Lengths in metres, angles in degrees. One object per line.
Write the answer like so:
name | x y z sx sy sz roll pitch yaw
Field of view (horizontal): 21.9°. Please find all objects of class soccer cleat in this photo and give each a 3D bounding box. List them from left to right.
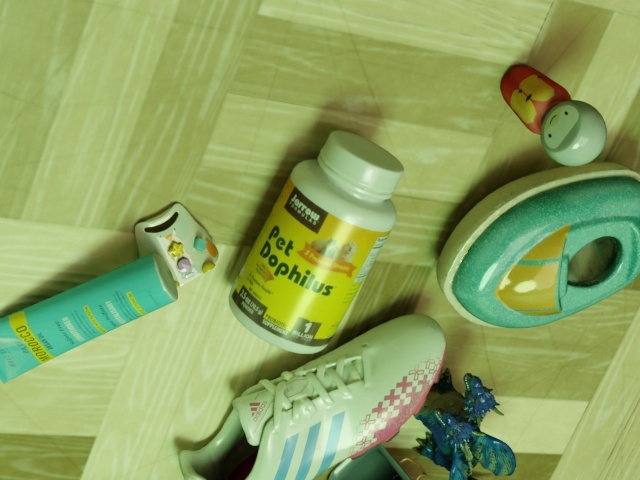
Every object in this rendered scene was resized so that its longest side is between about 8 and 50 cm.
soccer cleat | -0.009 0.185 1.805 0.331 0.116 0.143 -41 132 2

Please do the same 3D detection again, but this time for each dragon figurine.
dragon figurine | 0.171 0.248 1.934 0.085 0.144 0.289 -28 131 -10

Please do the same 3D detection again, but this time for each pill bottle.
pill bottle | 0.000 0.000 1.679 0.117 0.117 0.215 14 113 -36

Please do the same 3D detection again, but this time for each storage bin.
storage bin | 0.092 0.306 1.946 0.098 0.135 0.091 -46 143 6

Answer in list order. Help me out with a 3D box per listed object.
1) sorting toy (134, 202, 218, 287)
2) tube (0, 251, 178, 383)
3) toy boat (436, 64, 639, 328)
sorting toy | -0.149 0.005 1.655 0.083 0.045 0.075 -29 112 -10
tube | -0.243 0.075 1.628 0.207 0.052 0.080 -24 125 9
toy boat | 0.251 -0.031 1.783 0.267 0.148 0.318 -21 130 -16
